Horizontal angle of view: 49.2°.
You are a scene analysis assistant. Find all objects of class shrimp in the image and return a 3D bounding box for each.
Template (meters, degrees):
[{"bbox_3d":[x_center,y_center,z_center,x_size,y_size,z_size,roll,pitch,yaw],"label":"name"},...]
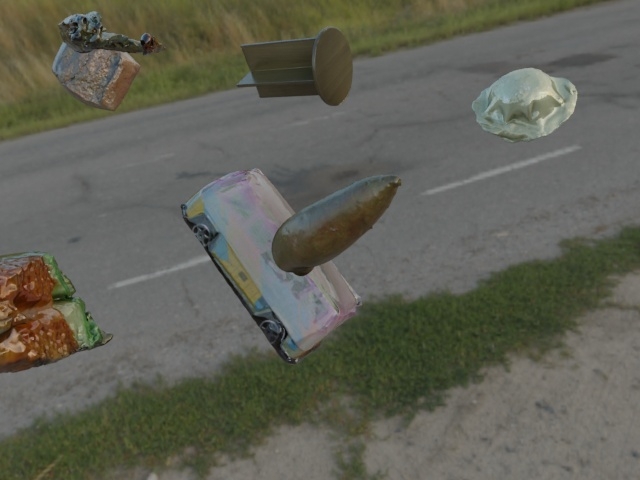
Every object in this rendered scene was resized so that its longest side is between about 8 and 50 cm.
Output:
[{"bbox_3d":[-0.326,-0.316,1.106,0.173,0.058,0.253,5,11,-26],"label":"shrimp"}]

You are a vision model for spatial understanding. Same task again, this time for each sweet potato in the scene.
[{"bbox_3d":[-0.008,0.002,0.955,0.108,0.079,0.346,-7,-15,-25],"label":"sweet potato"}]

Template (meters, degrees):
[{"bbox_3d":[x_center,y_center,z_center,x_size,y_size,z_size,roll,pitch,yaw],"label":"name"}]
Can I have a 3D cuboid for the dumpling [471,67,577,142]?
[{"bbox_3d":[0.512,-0.333,1.758,0.258,0.147,0.193,-9,60,17],"label":"dumpling"}]

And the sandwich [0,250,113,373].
[{"bbox_3d":[-0.331,0.069,0.582,0.292,0.109,0.212,-9,-3,-16],"label":"sandwich"}]

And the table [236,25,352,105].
[{"bbox_3d":[-0.065,-0.381,1.558,0.226,0.167,0.167,5,25,30],"label":"table"}]

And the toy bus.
[{"bbox_3d":[-0.091,0.030,1.347,0.162,0.386,0.171,-39,-7,16],"label":"toy bus"}]

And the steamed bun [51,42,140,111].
[{"bbox_3d":[-0.475,-0.358,1.458,0.175,0.145,0.106,33,-1,11],"label":"steamed bun"}]
